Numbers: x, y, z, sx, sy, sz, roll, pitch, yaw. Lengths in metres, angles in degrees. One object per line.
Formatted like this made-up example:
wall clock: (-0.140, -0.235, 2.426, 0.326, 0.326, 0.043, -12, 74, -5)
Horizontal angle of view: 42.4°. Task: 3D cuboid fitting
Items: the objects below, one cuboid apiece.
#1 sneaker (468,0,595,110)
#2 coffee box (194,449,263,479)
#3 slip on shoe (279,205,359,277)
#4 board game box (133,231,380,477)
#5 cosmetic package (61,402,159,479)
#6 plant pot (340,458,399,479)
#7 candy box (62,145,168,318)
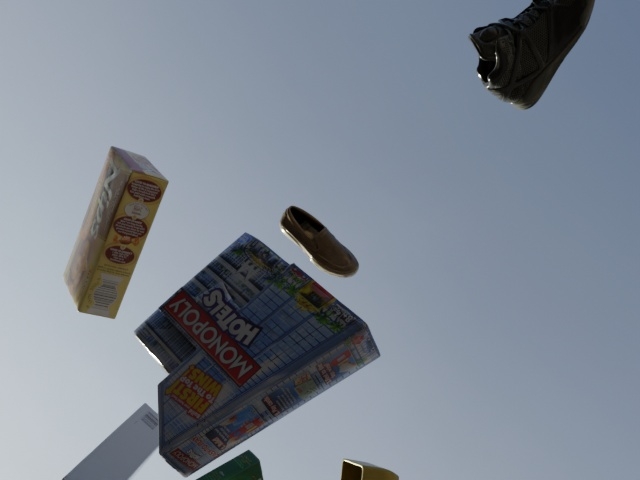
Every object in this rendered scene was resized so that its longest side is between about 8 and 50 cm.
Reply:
sneaker: (0.303, -0.311, 1.194, 0.130, 0.087, 0.227, 17, -66, -28)
coffee box: (-0.176, 0.434, 1.351, 0.040, 0.184, 0.113, 30, -42, 49)
slip on shoe: (0.000, 0.000, 1.173, 0.135, 0.051, 0.041, 42, -35, 13)
board game box: (-0.084, 0.099, 0.731, 0.194, 0.194, 0.060, 37, -18, 36)
cosmetic package: (-0.476, 0.522, 1.677, 0.097, 0.377, 0.284, 42, -75, 1)
plant pot: (0.088, 0.425, 1.423, 0.083, 0.081, 0.081, 9, -99, -23)
candy box: (-0.433, -0.019, 1.721, 0.087, 0.183, 0.316, 17, -77, -33)
